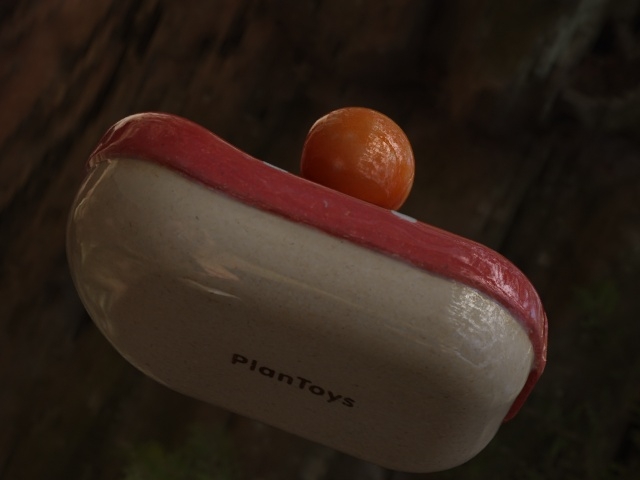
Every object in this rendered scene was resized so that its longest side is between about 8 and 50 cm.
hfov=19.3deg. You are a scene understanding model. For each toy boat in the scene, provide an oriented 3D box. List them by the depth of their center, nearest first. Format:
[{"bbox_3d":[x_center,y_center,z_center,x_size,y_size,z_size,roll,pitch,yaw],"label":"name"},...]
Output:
[{"bbox_3d":[0.000,0.000,0.892,0.151,0.231,0.151,111,0,-57],"label":"toy boat"}]
